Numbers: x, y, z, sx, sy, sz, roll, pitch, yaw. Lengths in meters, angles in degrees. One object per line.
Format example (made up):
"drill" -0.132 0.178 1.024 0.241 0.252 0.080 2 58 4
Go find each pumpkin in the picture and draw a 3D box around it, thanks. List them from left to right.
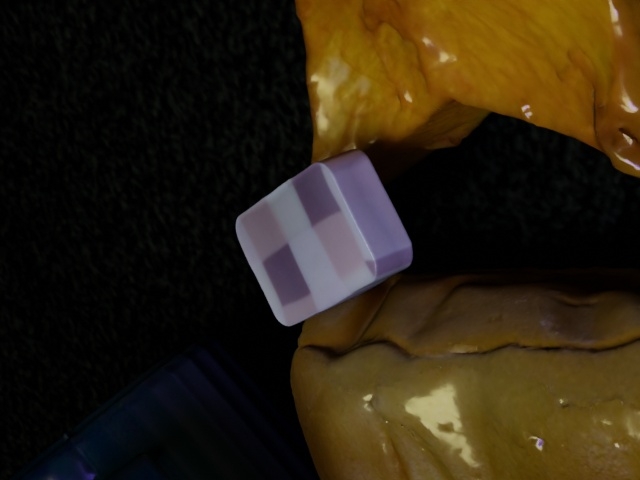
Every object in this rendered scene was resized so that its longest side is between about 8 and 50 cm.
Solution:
"pumpkin" 0.033 -0.151 0.790 0.258 0.095 0.290 -8 115 49

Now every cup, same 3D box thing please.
"cup" -0.062 0.231 0.987 0.242 0.308 0.292 -40 87 21

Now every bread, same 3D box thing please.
"bread" 0.126 0.092 0.859 0.294 0.132 0.167 -1 122 40

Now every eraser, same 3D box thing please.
"eraser" 0.000 0.000 0.862 0.105 0.026 0.065 -34 79 57
